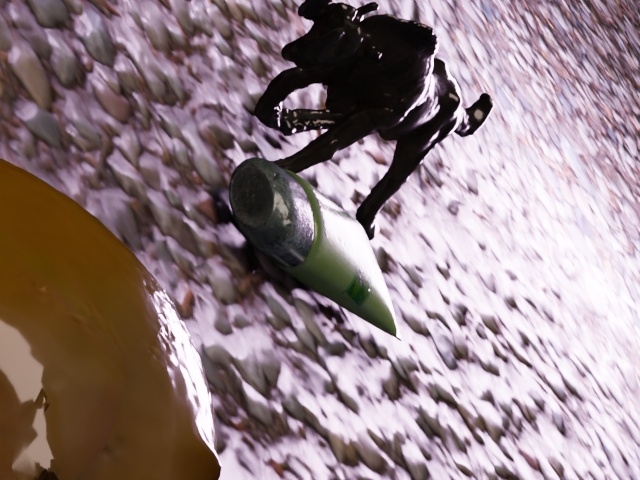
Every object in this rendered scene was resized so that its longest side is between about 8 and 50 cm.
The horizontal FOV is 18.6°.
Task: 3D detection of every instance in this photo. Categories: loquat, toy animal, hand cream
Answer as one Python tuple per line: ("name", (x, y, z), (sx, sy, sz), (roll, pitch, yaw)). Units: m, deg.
("loquat", (-0.143, 0.077, 0.588), (0.244, 0.244, 0.244), (47, 23, -28))
("toy animal", (0.038, -0.087, 1.308), (0.232, 0.148, 0.084), (26, 39, -55))
("hand cream", (0.000, 0.000, 1.246), (0.175, 0.046, 0.095), (31, 31, -54))
